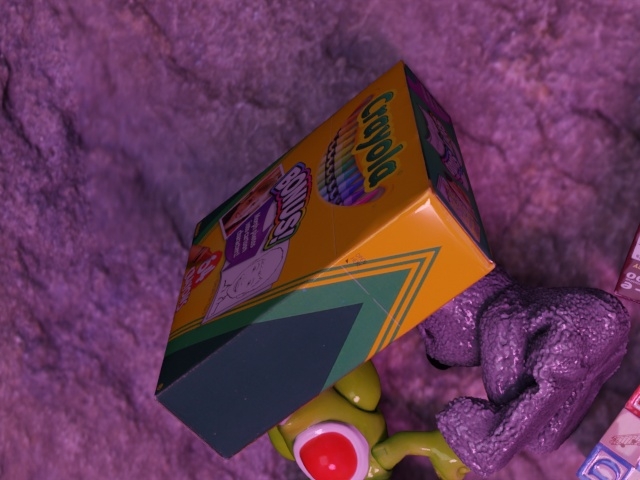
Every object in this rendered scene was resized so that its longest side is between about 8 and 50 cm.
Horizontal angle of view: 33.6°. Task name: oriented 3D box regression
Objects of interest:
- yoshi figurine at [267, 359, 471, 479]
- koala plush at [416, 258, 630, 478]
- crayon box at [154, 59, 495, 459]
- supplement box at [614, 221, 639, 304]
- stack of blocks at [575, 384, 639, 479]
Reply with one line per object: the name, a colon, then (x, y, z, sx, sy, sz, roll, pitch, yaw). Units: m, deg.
yoshi figurine: (0.063, 0.251, 1.160, 0.203, 0.203, 0.362, -19, 62, -19)
koala plush: (0.178, 0.086, 1.082, 0.221, 0.196, 0.203, 43, 114, 29)
crayon box: (0.000, 0.000, 1.065, 0.313, 0.363, 0.106, -39, 111, 17)
supplement box: (0.367, -0.048, 1.038, 0.073, 0.130, 0.239, 22, 98, 20)
stack of blocks: (0.409, 0.159, 1.039, 0.171, 0.087, 0.297, 36, 102, 18)
